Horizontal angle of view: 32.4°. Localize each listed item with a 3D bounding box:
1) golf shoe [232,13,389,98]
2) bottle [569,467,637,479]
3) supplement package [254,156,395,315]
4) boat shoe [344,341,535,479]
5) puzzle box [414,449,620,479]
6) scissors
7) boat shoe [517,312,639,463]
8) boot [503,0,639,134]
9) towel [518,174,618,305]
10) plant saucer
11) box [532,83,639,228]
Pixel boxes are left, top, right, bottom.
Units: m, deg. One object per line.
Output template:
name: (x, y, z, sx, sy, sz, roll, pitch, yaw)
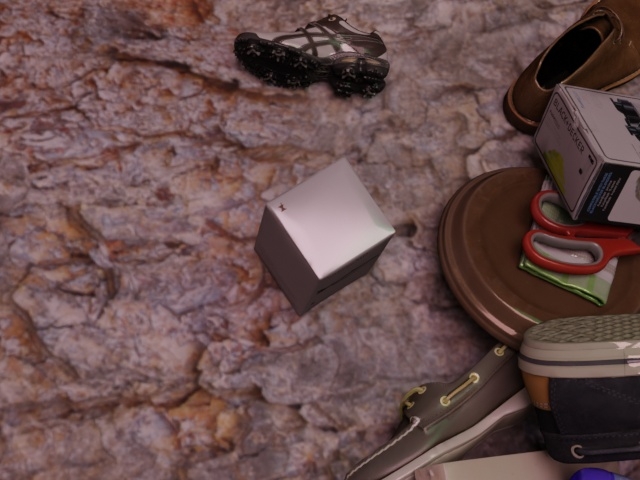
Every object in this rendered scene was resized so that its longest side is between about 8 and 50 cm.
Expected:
golf shoe: (-0.011, -0.240, 1.381, 0.198, 0.077, 0.094, 11, 61, -11)
bottle: (0.386, 0.329, 1.136, 0.283, 0.092, 0.118, 19, 46, 2)
supplement package: (0.000, 0.000, 1.247, 0.105, 0.179, 0.105, -31, 80, -15)
boat shoe: (0.145, 0.200, 1.247, 0.305, 0.109, 0.091, -29, 68, -21)
puzzle box: (0.249, 0.428, 1.161, 0.272, 0.052, 0.408, 3, 70, -37)
scissors: (0.374, 0.009, 1.288, 0.297, 0.021, 0.109, 11, 54, -11)
boat shoe: (0.457, 0.157, 1.122, 0.500, 0.187, 0.156, -3, 98, 15)
boot: (0.367, -0.258, 1.411, 0.305, 0.115, 0.112, -41, 78, -19)
towel: (0.302, -0.005, 1.294, 0.113, 0.023, 0.152, 24, 53, 1)
plant saucer: (0.276, 0.017, 1.311, 0.278, 0.041, 0.278, 8, 55, -12)
box: (0.419, -0.090, 1.320, 0.290, 0.087, 0.169, 6, 38, -17)
